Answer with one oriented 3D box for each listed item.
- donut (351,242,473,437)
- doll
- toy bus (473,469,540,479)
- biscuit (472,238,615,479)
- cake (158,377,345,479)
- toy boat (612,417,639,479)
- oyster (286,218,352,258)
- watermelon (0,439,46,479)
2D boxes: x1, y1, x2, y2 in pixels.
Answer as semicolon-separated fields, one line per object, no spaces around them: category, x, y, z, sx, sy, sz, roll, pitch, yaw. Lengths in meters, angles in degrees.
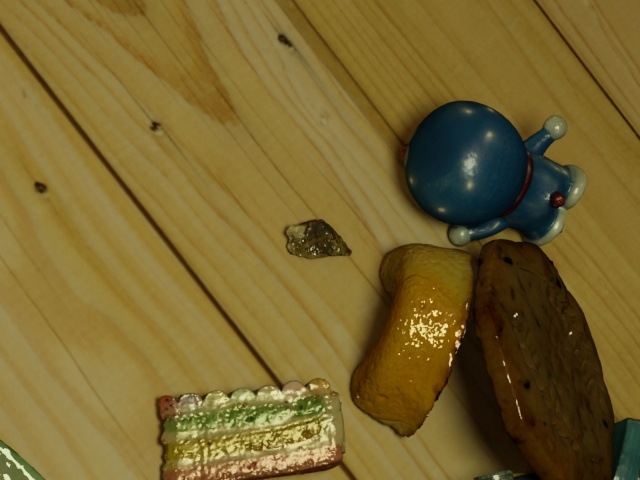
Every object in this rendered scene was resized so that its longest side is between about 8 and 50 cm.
donut;0.125;0.096;1.892;0.101;0.152;0.259;23;60;-12
doll;0.227;-0.090;2.018;0.257;0.161;0.215;26;92;-34
toy bus;0.142;0.350;1.823;0.335;0.123;0.121;-4;75;-30
biscuit;0.288;0.160;1.926;0.359;0.046;0.359;41;37;-41
cake;-0.074;0.222;1.775;0.225;0.090;0.109;-2;77;-29
toy boat;0.405;0.323;2.006;0.077;0.075;0.185;25;64;-10
oyster;0.000;-0.003;1.932;0.093;0.034;0.051;-5;82;-34
watermelon;-0.383;0.276;1.483;0.302;0.264;0.151;-9;76;-28
